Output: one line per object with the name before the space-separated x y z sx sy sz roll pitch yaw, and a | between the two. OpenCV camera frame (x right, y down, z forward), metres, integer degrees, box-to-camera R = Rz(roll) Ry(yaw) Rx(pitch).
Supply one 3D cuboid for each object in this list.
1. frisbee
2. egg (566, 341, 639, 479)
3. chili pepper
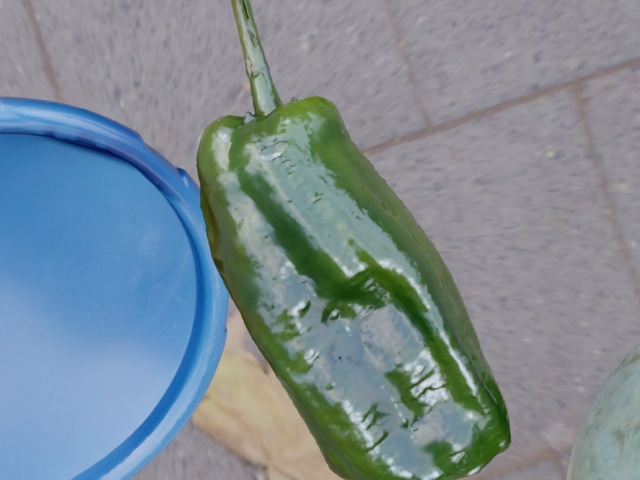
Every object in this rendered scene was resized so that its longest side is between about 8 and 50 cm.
frisbee | -0.157 0.038 0.855 0.242 0.045 0.242 -14 128 -18
egg | 0.182 0.102 0.767 0.169 0.231 0.169 1 99 7
chili pepper | -0.002 0.001 0.665 0.072 0.073 0.204 -31 98 -12
